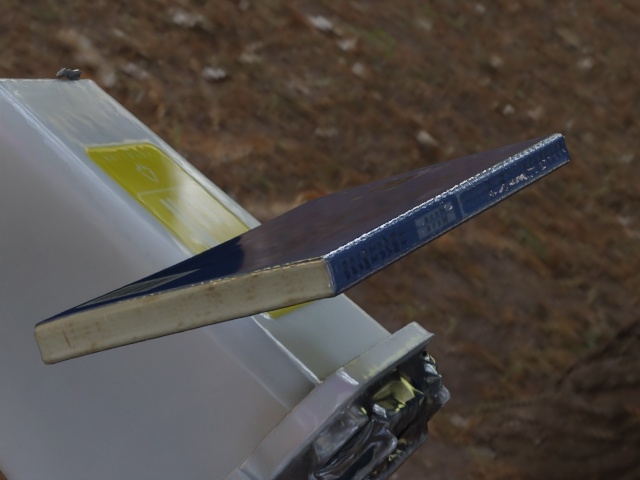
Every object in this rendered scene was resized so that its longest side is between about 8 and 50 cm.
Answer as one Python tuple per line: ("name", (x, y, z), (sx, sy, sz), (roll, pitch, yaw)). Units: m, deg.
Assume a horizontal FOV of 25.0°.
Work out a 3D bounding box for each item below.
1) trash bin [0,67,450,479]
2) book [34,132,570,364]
("trash bin", (-0.136, 0.087, 0.999), (0.368, 0.296, 0.256), (45, 19, 8))
("book", (0.000, 0.000, 0.785), (0.269, 0.191, 0.025), (-26, 100, -54))
